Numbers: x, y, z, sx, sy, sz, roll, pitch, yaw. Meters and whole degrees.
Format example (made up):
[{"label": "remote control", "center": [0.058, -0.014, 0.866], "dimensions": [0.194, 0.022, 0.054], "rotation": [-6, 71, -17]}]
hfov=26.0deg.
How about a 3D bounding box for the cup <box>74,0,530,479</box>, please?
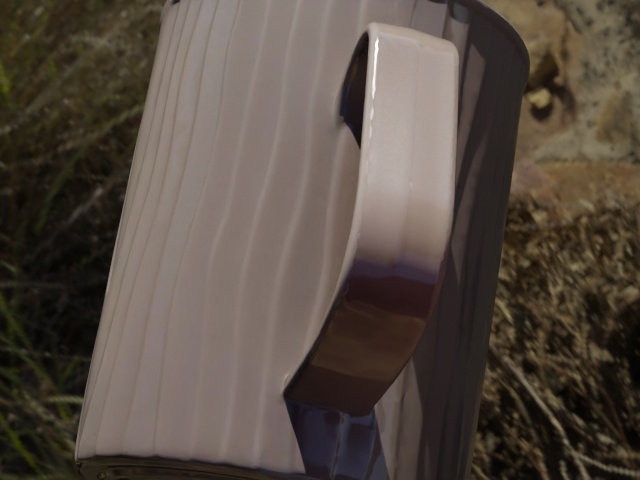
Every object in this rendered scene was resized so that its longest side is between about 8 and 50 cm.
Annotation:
[{"label": "cup", "center": [0.013, 0.006, 0.717], "dimensions": [0.288, 0.208, 0.273], "rotation": [-11, 62, 48]}]
